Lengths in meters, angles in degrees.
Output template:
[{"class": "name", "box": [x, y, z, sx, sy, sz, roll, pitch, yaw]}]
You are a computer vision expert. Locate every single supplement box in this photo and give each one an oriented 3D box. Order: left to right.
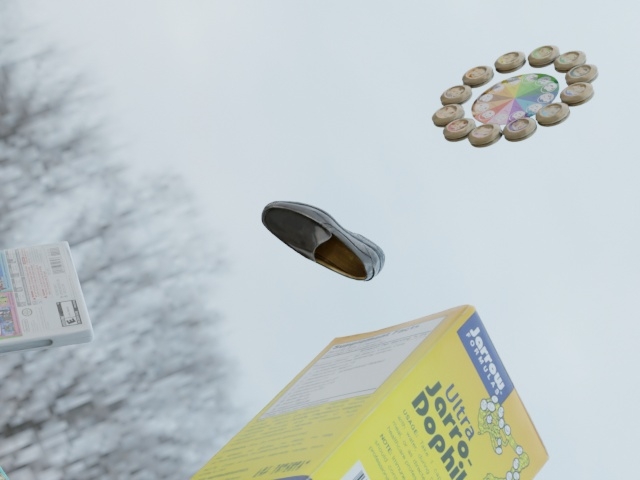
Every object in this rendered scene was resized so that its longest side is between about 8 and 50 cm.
[{"class": "supplement box", "box": [0.040, 0.243, 1.772, 0.194, 0.356, 0.195, -17, -74, 40]}]

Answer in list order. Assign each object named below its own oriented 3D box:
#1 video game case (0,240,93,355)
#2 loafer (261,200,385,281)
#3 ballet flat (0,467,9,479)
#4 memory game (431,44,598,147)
[{"class": "video game case", "box": [-0.391, 0.075, 2.205, 0.212, 0.193, 0.023, -117, -157, -55]}, {"class": "loafer", "box": [0.000, 0.000, 2.262, 0.061, 0.170, 0.062, -50, 162, -70]}, {"class": "ballet flat", "box": [-0.331, 0.322, 1.746, 0.483, 0.182, 0.164, 35, -60, 20]}, {"class": "memory game", "box": [0.207, -0.156, 1.912, 0.186, 0.186, 0.012, 36, -25, 55]}]
